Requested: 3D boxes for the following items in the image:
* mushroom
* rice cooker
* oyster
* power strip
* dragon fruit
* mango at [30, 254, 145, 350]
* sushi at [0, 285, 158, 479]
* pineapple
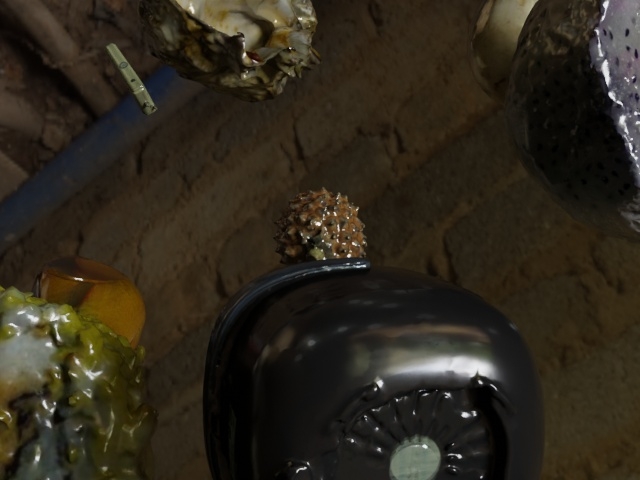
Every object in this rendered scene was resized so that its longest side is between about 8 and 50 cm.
[{"bbox_3d":[0.249,-0.227,1.147,0.166,0.166,0.127,-4,178,-10],"label":"mushroom"},{"bbox_3d":[0.038,0.143,0.781,0.267,0.224,0.267,-3,104,-14],"label":"rice cooker"},{"bbox_3d":[-0.084,-0.244,1.075,0.133,0.337,0.197,-35,90,28],"label":"oyster"},{"bbox_3d":[-0.359,-0.302,1.869,0.028,0.169,0.076,-31,145,-8],"label":"power strip"},{"bbox_3d":[0.266,-0.124,0.925,0.221,0.282,0.204,-18,-177,-34],"label":"dragon fruit"},{"bbox_3d":[-0.307,0.121,1.267,0.136,0.236,0.166,13,97,3],"label":"mango"},{"bbox_3d":[-0.328,0.242,0.959,0.352,0.396,0.240,8,167,-4],"label":"sushi"},{"bbox_3d":[0.000,0.000,1.640,0.166,0.193,0.166,2,112,5],"label":"pineapple"}]
